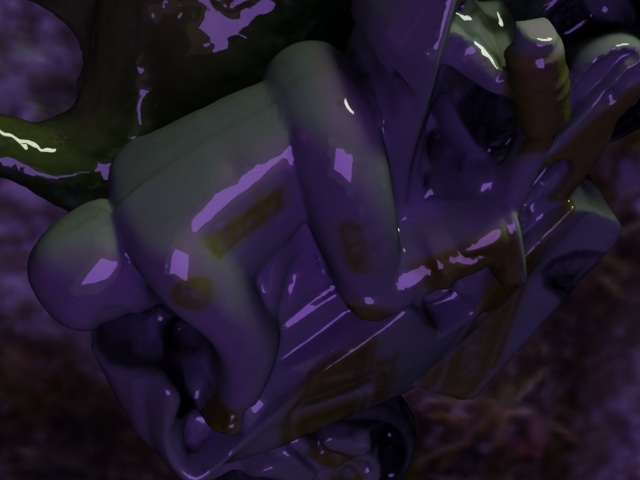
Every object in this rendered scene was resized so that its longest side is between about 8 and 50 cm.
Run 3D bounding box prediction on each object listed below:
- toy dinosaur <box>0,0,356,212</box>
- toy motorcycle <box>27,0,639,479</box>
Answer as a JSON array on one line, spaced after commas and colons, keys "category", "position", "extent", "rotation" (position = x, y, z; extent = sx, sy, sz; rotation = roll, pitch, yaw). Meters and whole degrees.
[{"category": "toy dinosaur", "position": [0.011, -0.041, 0.513], "extent": [0.300, 0.087, 0.447], "rotation": [30, 113, -15]}, {"category": "toy motorcycle", "position": [0.000, 0.000, 0.455], "extent": [0.152, 0.073, 0.225], "rotation": [11, 127, -32]}]
